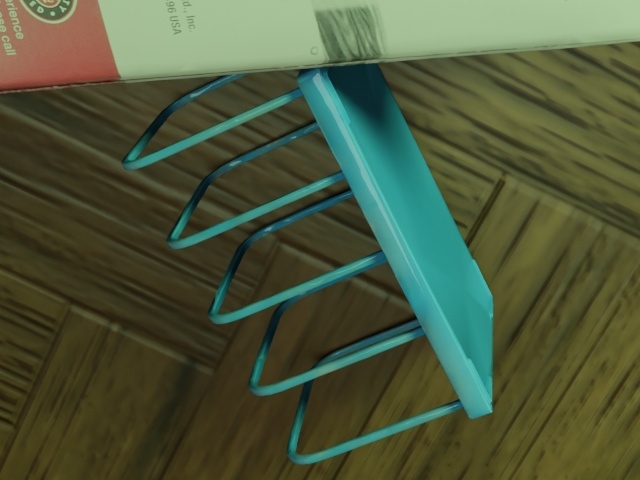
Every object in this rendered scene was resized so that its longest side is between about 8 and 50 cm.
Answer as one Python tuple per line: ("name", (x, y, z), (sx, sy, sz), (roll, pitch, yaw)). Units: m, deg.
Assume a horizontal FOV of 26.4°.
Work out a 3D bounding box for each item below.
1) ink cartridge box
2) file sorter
("ink cartridge box", (-0.011, -0.179, 0.533), (0.283, 0.117, 0.207), (-3, 119, 14))
("file sorter", (0.000, 0.000, 0.636), (0.104, 0.118, 0.170), (-23, 107, 16))
